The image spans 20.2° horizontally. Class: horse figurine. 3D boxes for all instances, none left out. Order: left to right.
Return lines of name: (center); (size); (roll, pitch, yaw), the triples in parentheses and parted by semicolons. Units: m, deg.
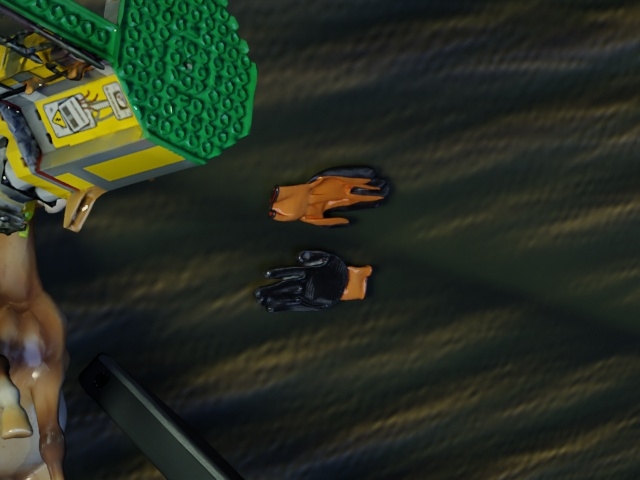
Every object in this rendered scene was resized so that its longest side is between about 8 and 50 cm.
horse figurine: (-0.134, 0.095, 0.798); (0.066, 0.174, 0.263); (-6, 129, -16)

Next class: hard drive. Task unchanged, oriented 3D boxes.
hard drive: (-0.054, 0.115, 0.862); (0.022, 0.135, 0.094); (-47, 132, -5)

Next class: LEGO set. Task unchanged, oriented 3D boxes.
LEGO set: (-0.175, -0.138, 0.574); (0.331, 0.192, 0.255); (16, 68, -45)

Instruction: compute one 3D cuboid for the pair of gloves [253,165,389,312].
pair of gloves: (0.000, 0.000, 0.921); (0.074, 0.010, 0.083); (-7, 121, -34)
